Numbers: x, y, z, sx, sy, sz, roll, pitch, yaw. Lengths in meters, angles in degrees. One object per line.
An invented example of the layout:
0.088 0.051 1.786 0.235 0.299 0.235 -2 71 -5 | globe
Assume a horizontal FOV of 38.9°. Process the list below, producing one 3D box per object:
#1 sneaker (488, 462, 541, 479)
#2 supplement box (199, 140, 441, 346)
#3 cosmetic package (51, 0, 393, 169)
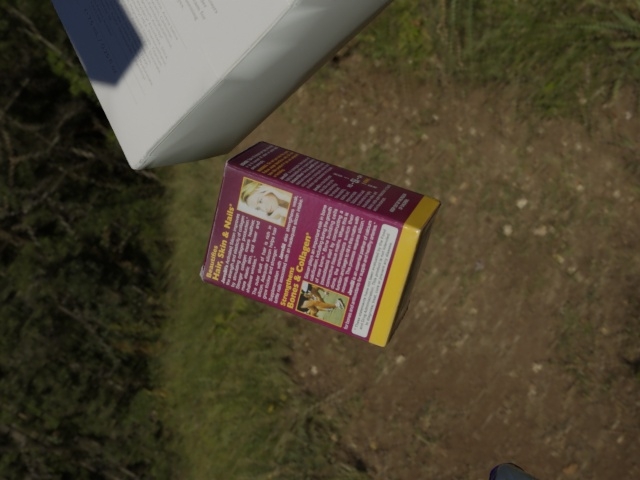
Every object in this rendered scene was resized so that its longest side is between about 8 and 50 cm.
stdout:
0.179 0.243 0.694 0.068 0.170 0.071 -23 8 3 | sneaker
0.000 0.000 0.373 0.043 0.083 0.055 -47 -25 -64 | supplement box
-0.090 -0.277 0.549 0.097 0.377 0.284 -17 -13 -45 | cosmetic package
